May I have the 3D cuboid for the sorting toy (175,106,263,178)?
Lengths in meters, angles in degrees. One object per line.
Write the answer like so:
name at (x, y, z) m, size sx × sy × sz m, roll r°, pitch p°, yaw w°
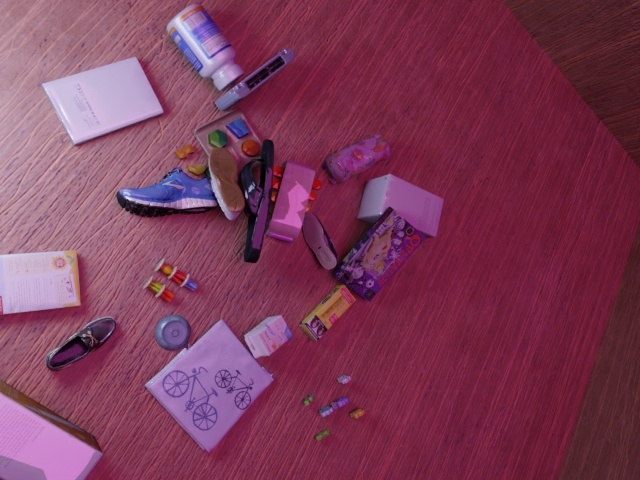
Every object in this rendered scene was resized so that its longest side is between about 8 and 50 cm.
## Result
sorting toy at (-0.348, -0.322, 1.859) m, size 0.307 × 0.041 × 0.229 m, roll -36°, pitch 102°, yaw -28°

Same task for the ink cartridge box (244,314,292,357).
ink cartridge box at (-0.190, 0.344, 1.838) m, size 0.143 × 0.090 × 0.092 m, roll -36°, pitch 103°, yaw -40°

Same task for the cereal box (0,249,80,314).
cereal box at (-0.846, 0.123, 1.530) m, size 0.240 × 0.047 × 0.173 m, roll -3°, pitch 86°, yaw -29°

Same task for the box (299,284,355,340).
box at (0.028, 0.278, 2.003) m, size 0.232 × 0.058 × 0.087 m, roll -43°, pitch 104°, yaw -27°

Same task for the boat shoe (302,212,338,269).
boat shoe at (0.000, 0.000, 2.022) m, size 0.233 × 0.084 × 0.079 m, roll 64°, pitch 23°, yaw -1°

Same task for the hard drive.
hard drive at (-0.699, -0.456, 1.683) m, size 0.308 × 0.040 × 0.203 m, roll -30°, pitch 99°, yaw -29°

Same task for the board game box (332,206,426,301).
board game box at (0.233, 0.058, 2.046) m, size 0.208 × 0.056 × 0.347 m, roll 36°, pitch 98°, yaw -33°

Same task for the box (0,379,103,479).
box at (-0.802, 0.546, 1.412) m, size 0.345 × 0.215 × 0.168 m, roll 43°, pitch 66°, yaw -20°

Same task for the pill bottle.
pill bottle at (-0.394, -0.669, 1.816) m, size 0.152 × 0.152 × 0.272 m, roll -45°, pitch 107°, yaw -26°

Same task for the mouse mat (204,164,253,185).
mouse mat at (-0.319, -0.276, 1.898) m, size 0.153 × 0.007 × 0.189 m, roll 35°, pitch 68°, yaw -22°

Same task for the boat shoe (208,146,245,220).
boat shoe at (-0.332, -0.193, 1.777) m, size 0.098 × 0.096 × 0.277 m, roll -4°, pitch 61°, yaw -24°

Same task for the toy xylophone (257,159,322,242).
toy xylophone at (-0.135, -0.167, 1.942) m, size 0.236 × 0.081 × 0.322 m, roll 25°, pitch 75°, yaw -9°

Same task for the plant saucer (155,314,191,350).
plant saucer at (-0.489, 0.308, 1.728) m, size 0.119 × 0.021 × 0.119 m, roll 3°, pitch 83°, yaw -30°

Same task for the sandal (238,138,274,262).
sandal at (-0.233, -0.148, 1.782) m, size 0.107 × 0.167 × 0.445 m, roll 11°, pitch 79°, yaw -16°

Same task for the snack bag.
snack bag at (-0.366, 0.483, 1.771) m, size 0.342 × 0.037 × 0.323 m, roll -45°, pitch 107°, yaw -29°

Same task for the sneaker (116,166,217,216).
sneaker at (-0.510, -0.162, 1.723) m, size 0.330 × 0.130 × 0.147 m, roll -5°, pitch 80°, yaw -38°

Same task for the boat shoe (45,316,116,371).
boat shoe at (-0.717, 0.314, 1.570) m, size 0.228 × 0.069 × 0.081 m, roll -38°, pitch 103°, yaw -27°

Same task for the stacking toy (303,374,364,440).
stacking toy at (0.053, 0.638, 1.981) m, size 0.221 × 0.052 × 0.167 m, roll -23°, pitch 96°, yaw -29°

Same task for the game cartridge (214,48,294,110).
game cartridge at (-0.239, -0.575, 1.865) m, size 0.297 × 0.198 × 0.062 m, roll -46°, pitch 106°, yaw -25°

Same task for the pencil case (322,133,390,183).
pencil case at (0.152, -0.333, 2.112) m, size 0.284 × 0.124 × 0.124 m, roll -31°, pitch 100°, yaw -28°

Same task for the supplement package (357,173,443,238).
supplement package at (0.333, -0.132, 2.154) m, size 0.293 × 0.175 × 0.177 m, roll 21°, pitch 76°, yaw -26°

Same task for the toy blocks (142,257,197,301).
toy blocks at (-0.494, 0.149, 1.724) m, size 0.148 × 0.054 × 0.123 m, roll 37°, pitch 67°, yaw -21°
